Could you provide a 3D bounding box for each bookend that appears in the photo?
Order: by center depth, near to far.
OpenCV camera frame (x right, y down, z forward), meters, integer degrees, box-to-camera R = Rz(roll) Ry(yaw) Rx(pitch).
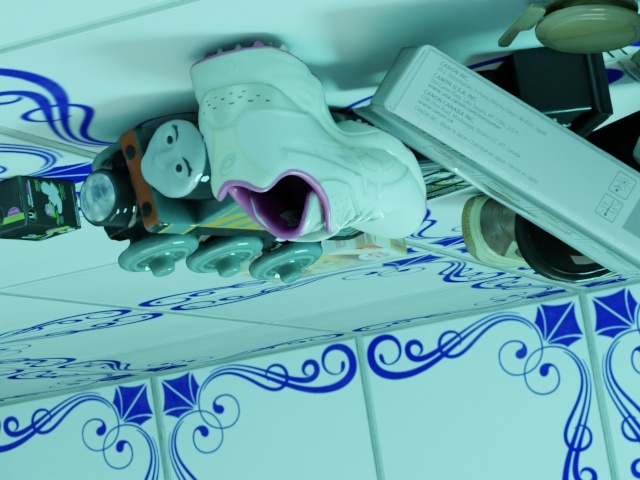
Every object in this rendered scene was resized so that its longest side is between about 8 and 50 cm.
[{"bbox_3d":[0.166,-0.121,1.630,0.156,0.072,0.157,-7,171,-11],"label":"bookend"}]

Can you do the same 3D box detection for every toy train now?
[{"bbox_3d":[-0.065,-0.053,1.681,0.190,0.142,0.334,-31,158,35],"label":"toy train"}]

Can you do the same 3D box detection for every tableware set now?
[{"bbox_3d":[0.225,-0.193,1.351,0.128,0.039,0.194,5,162,-13],"label":"tableware set"}]

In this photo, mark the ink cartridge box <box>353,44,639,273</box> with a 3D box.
[{"bbox_3d":[0.179,-0.062,1.515,0.296,0.066,0.261,31,-179,-7],"label":"ink cartridge box"}]

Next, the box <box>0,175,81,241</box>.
[{"bbox_3d":[-0.294,-0.031,1.806,0.062,0.052,0.083,-16,168,32],"label":"box"}]

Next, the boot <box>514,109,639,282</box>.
[{"bbox_3d":[0.346,-0.088,1.655,0.348,0.131,0.260,-34,178,-5],"label":"boot"}]

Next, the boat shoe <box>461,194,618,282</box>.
[{"bbox_3d":[0.342,-0.018,2.342,0.342,0.123,0.123,7,165,-40],"label":"boat shoe"}]

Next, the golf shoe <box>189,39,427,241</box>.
[{"bbox_3d":[-0.008,-0.046,1.494,0.115,0.140,0.306,-16,151,30],"label":"golf shoe"}]

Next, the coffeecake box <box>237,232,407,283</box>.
[{"bbox_3d":[0.000,0.000,2.256,0.185,0.068,0.142,-12,170,17],"label":"coffeecake box"}]

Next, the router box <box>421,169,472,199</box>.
[{"bbox_3d":[0.105,-0.075,1.954,0.133,0.046,0.179,-1,168,-45],"label":"router box"}]

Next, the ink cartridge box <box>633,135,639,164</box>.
[{"bbox_3d":[0.405,-0.057,1.303,0.285,0.166,0.395,23,-171,0],"label":"ink cartridge box"}]
